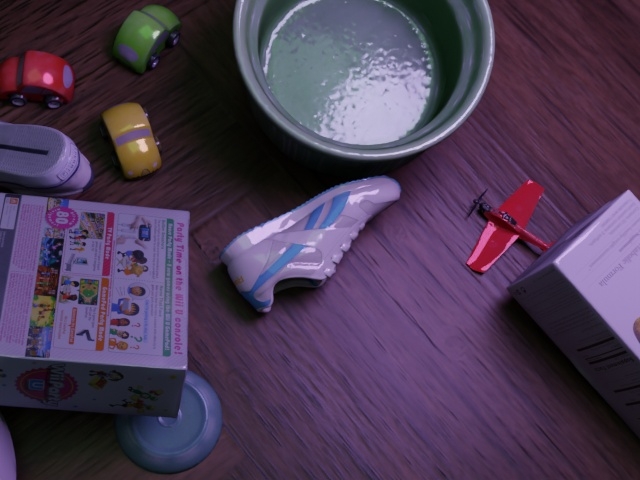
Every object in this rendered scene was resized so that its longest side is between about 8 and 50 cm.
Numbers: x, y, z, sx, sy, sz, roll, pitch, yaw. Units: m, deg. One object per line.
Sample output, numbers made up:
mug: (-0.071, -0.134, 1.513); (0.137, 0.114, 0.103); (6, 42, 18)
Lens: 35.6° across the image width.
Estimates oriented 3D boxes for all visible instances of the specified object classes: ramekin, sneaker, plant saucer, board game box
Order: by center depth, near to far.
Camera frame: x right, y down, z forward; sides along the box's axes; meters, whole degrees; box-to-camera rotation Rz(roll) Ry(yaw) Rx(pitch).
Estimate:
board game box: (-0.292, 0.060, 1.035); (0.303, 0.097, 0.224); (6, 46, -12)
plant saucer: (-0.167, 0.195, 1.096); (0.119, 0.021, 0.119); (3, 69, -7)
sneaker: (-0.381, -0.094, 1.150); (0.258, 0.091, 0.094); (16, 71, 22)
sneaker: (0.000, 0.000, 1.168); (0.228, 0.087, 0.092); (-29, 82, -10)
ramekin: (0.043, -0.221, 1.199); (0.303, 0.148, 0.304); (1, 78, -6)

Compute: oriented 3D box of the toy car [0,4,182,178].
toy car: (-0.253, -0.216, 1.229); (0.239, 0.053, 0.225); (32, 68, 5)

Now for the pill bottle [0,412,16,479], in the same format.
pill bottle: (-0.423, 0.233, 0.979); (0.221, 0.124, 0.124); (-13, 71, -3)

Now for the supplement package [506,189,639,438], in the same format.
supplement package: (0.359, 0.090, 1.130); (0.139, 0.134, 0.244); (-41, 87, -19)

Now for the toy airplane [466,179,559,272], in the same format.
toy airplane: (0.249, -0.006, 1.226); (0.151, 0.028, 0.151); (2, 70, -5)
